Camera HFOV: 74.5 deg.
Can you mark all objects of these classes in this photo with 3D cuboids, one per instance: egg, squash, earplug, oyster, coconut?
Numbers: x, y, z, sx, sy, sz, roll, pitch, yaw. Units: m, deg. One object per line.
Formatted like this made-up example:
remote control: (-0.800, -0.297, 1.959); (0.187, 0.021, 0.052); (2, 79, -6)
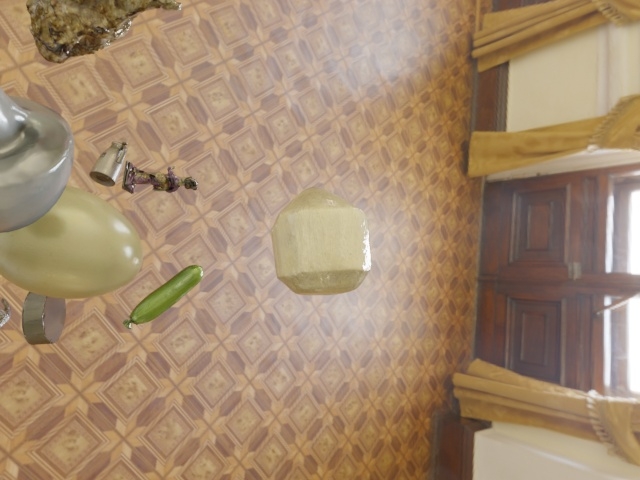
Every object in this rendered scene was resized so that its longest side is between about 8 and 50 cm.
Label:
egg: (-0.425, 0.004, 0.711); (0.241, 0.186, 0.186); (18, 76, -24)
squash: (-0.646, 0.234, 1.755); (0.378, 0.101, 0.101); (-41, 115, -19)
earplug: (-0.404, -0.112, 0.416); (0.175, 0.214, 0.325); (-47, 161, 0)
oyster: (-0.575, -0.602, 1.068); (0.111, 0.395, 0.204); (-108, 172, -48)
coconut: (0.000, 0.000, 1.014); (0.237, 0.237, 0.266); (-2, 83, -42)

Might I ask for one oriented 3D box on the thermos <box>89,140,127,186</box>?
thermos: (-0.885, -0.341, 1.802); (0.105, 0.137, 0.193); (41, 50, -42)

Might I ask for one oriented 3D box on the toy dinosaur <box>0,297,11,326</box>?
toy dinosaur: (-0.943, 0.122, 1.105); (0.294, 0.077, 0.162); (58, 17, 11)

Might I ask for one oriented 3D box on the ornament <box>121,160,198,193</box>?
ornament: (-0.451, -0.179, 1.206); (0.202, 0.088, 0.082); (-1, 85, -2)

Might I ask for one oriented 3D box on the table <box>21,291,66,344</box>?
table: (-0.640, 0.173, 0.980); (0.043, 0.133, 0.134); (0, 88, -11)
